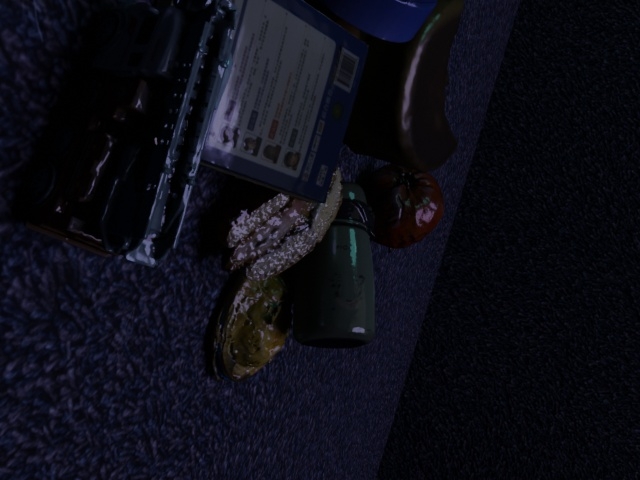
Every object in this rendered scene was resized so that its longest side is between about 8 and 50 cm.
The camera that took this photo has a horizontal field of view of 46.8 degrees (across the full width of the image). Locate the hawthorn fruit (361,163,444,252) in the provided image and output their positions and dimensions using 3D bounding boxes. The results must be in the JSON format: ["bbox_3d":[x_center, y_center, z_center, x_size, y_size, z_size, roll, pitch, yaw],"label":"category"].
[{"bbox_3d":[0.209,-0.069,2.037,0.242,0.242,0.271,-53,163,-45],"label":"hawthorn fruit"}]

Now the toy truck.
[{"bbox_3d":[-0.197,-0.143,0.867,0.133,0.185,0.338,29,77,-49],"label":"toy truck"}]

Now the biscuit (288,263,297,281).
[{"bbox_3d":[0.000,0.000,1.733,0.259,0.079,0.259,-50,149,-46],"label":"biscuit"}]

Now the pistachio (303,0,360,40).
[{"bbox_3d":[0.003,-0.371,1.365,0.165,0.131,0.210,18,66,-30],"label":"pistachio"}]

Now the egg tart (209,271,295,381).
[{"bbox_3d":[-0.120,0.165,1.502,0.291,0.107,0.290,16,90,-71],"label":"egg tart"}]

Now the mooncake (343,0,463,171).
[{"bbox_3d":[0.188,-0.372,1.680,0.393,0.246,0.393,29,78,-65],"label":"mooncake"}]

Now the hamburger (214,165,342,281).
[{"bbox_3d":[-0.075,-0.062,1.362,0.282,0.245,0.155,-29,120,-3],"label":"hamburger"}]

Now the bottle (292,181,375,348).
[{"bbox_3d":[0.032,0.043,1.524,0.168,0.169,0.346,51,38,-67],"label":"bottle"}]

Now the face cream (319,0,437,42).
[{"bbox_3d":[0.119,-0.505,1.279,0.225,0.249,0.249,-53,176,36],"label":"face cream"}]

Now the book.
[{"bbox_3d":[-0.090,-0.241,1.141,0.428,0.039,0.299,17,89,-51],"label":"book"}]
